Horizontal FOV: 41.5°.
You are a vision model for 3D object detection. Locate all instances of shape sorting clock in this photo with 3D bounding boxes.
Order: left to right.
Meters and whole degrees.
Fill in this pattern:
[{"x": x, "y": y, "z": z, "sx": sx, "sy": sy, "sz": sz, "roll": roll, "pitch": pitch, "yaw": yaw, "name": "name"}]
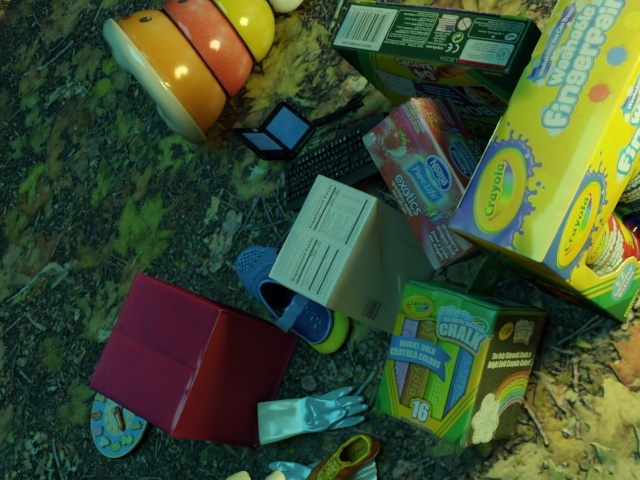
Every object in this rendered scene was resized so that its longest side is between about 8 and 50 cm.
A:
[{"x": -0.458, "y": 0.389, "z": 1.924, "sx": 0.206, "sy": 0.040, "sz": 0.206, "roll": -14, "pitch": 64, "yaw": 32, "name": "shape sorting clock"}]

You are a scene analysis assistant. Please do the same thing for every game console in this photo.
[{"x": -0.106, "y": -0.247, "z": 1.882, "sx": 0.144, "sy": 0.124, "sz": 0.085, "roll": 43, "pitch": 126, "yaw": 39, "name": "game console"}]

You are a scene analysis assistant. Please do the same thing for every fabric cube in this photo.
[{"x": -0.249, "y": 0.244, "z": 1.688, "sx": 0.258, "sy": 0.254, "sz": 0.259, "roll": 18, "pitch": 83, "yaw": 38, "name": "fabric cube"}]

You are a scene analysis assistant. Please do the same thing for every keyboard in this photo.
[{"x": 0.026, "y": -0.194, "z": 1.742, "sx": 0.317, "sy": 0.033, "sz": 0.201, "roll": -22, "pitch": 60, "yaw": 46, "name": "keyboard"}]

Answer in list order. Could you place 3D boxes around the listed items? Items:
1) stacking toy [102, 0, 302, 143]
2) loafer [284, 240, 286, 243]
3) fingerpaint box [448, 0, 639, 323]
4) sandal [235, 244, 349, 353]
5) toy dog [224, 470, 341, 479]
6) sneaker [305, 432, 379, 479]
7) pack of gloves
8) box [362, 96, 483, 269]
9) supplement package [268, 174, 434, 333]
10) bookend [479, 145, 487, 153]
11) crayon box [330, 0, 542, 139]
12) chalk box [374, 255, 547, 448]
[{"x": -0.230, "y": -0.491, "z": 1.978, "sx": 0.480, "sy": 0.350, "sz": 0.350, "roll": -39, "pitch": 52, "yaw": -4, "name": "stacking toy"}, {"x": 0.000, "y": 0.000, "z": 1.722, "sx": 0.170, "sy": 0.062, "sz": 0.061, "roll": 12, "pitch": 75, "yaw": 38, "name": "loafer"}, {"x": 0.426, "y": -0.137, "z": 1.255, "sx": 0.163, "sy": 0.371, "sz": 0.444, "roll": 25, "pitch": 88, "yaw": 40, "name": "fingerpaint box"}, {"x": -0.077, "y": 0.099, "z": 1.692, "sx": 0.317, "sy": 0.138, "sz": 0.126, "roll": 36, "pitch": 97, "yaw": 41, "name": "sandal"}, {"x": -0.077, "y": 0.534, "z": 1.264, "sx": 0.285, "sy": 0.408, "sz": 0.395, "roll": 0, "pitch": 83, "yaw": 55, "name": "toy dog"}, {"x": 0.027, "y": 0.402, "z": 1.510, "sx": 0.175, "sy": 0.067, "sz": 0.064, "roll": -45, "pitch": 61, "yaw": 6, "name": "sneaker"}, {"x": -0.002, "y": 0.386, "z": 1.596, "sx": 0.232, "sy": 0.046, "sz": 0.195, "roll": -15, "pitch": 65, "yaw": 20, "name": "pack of gloves"}, {"x": 0.198, "y": -0.096, "z": 1.365, "sx": 0.123, "sy": 0.128, "sz": 0.256, "roll": -37, "pitch": 74, "yaw": 37, "name": "box"}, {"x": 0.073, "y": 0.034, "z": 1.520, "sx": 0.145, "sy": 0.262, "sz": 0.204, "roll": 25, "pitch": 89, "yaw": 40, "name": "supplement package"}, {"x": 0.243, "y": -0.117, "z": 1.486, "sx": 0.156, "sy": 0.157, "sz": 0.072, "roll": 11, "pitch": 78, "yaw": 8, "name": "bookend"}, {"x": 0.251, "y": -0.282, "z": 1.476, "sx": 0.363, "sy": 0.313, "sz": 0.106, "roll": 20, "pitch": 82, "yaw": 40, "name": "crayon box"}, {"x": 0.235, "y": 0.162, "z": 1.371, "sx": 0.179, "sy": 0.180, "sz": 0.288, "roll": 17, "pitch": 95, "yaw": 39, "name": "chalk box"}]
